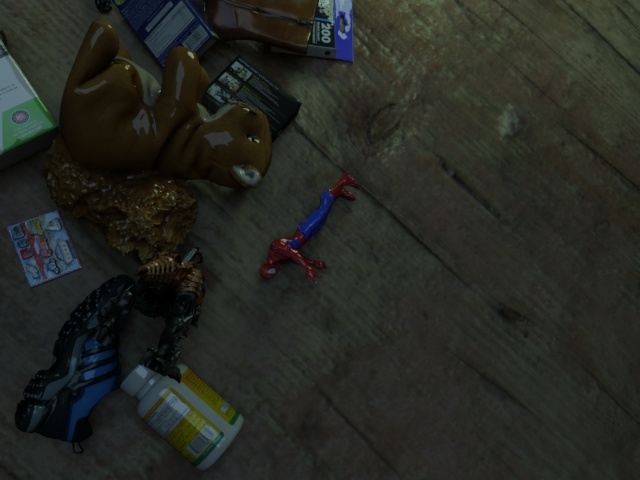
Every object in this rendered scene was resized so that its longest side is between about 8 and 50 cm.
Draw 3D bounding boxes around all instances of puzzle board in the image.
[{"bbox_3d":[-0.524,0.013,0.995,0.096,0.011,0.128,-23,83,-18],"label":"puzzle board"}]

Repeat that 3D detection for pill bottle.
[{"bbox_3d":[-0.249,0.296,0.935,0.208,0.117,0.118,42,70,-1],"label":"pill bottle"}]

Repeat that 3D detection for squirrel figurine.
[{"bbox_3d":[-0.294,-0.157,1.000,0.370,0.281,0.397,23,85,-18],"label":"squirrel figurine"}]

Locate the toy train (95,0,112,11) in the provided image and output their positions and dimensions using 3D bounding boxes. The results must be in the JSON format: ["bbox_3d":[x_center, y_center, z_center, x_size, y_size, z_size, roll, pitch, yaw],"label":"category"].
[{"bbox_3d":[-0.478,-0.573,1.151,0.036,0.027,0.158,-4,77,-4],"label":"toy train"}]

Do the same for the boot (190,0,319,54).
[{"bbox_3d":[-0.142,-0.555,1.161,0.280,0.096,0.264,6,75,1],"label":"boot"}]

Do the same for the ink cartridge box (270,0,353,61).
[{"bbox_3d":[-0.015,-0.537,1.249,0.208,0.045,0.206,3,75,-15],"label":"ink cartridge box"}]

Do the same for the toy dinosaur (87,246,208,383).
[{"bbox_3d":[-0.268,0.092,0.872,0.164,0.322,0.218,20,70,23],"label":"toy dinosaur"}]

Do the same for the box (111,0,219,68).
[{"bbox_3d":[-0.333,-0.473,1.118,0.136,0.036,0.225,-38,88,17],"label":"box"}]

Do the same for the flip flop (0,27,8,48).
[{"bbox_3d":[-0.760,-0.413,1.011,0.277,0.080,0.112,7,100,-28],"label":"flip flop"}]

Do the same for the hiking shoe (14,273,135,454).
[{"bbox_3d":[-0.406,0.208,0.941,0.132,0.113,0.304,39,65,-30],"label":"hiking shoe"}]

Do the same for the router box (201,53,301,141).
[{"bbox_3d":[-0.151,-0.303,1.152,0.179,0.046,0.133,39,70,-3],"label":"router box"}]

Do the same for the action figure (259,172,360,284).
[{"bbox_3d":[0.000,0.000,1.085,0.139,0.091,0.280,43,69,12],"label":"action figure"}]

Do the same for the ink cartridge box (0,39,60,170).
[{"bbox_3d":[-0.642,-0.268,0.955,0.198,0.114,0.273,-34,99,-19],"label":"ink cartridge box"}]
